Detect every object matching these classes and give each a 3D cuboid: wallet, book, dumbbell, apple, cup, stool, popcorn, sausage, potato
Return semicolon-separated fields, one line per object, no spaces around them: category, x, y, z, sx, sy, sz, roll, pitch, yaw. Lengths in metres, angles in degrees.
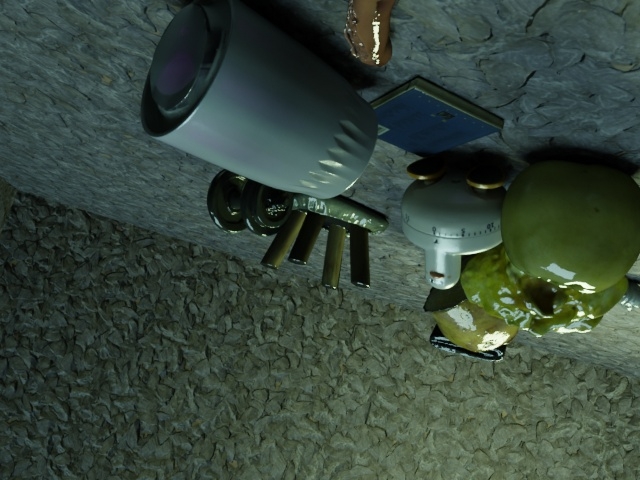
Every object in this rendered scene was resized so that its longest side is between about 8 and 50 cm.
wallet;0.508;0.236;2.290;0.228;0.062;0.406;10;-151;21
book;0.191;-0.224;1.353;0.191;0.025;0.269;20;167;-20
dumbbell;-0.198;-0.109;2.002;0.290;0.192;0.192;6;163;41
apple;0.474;-0.029;1.356;0.262;0.262;0.262;16;168;4
cup;-0.099;-0.224;1.207;0.371;0.253;0.253;25;166;-38
stool;0.000;0.000;2.141;0.310;0.226;0.310;22;165;-21
popcorn;0.538;0.073;1.716;0.334;0.292;0.293;15;-165;-27
sausage;0.073;-0.319;0.973;0.078;0.078;0.304;16;170;4
potato;0.469;0.190;2.019;0.237;0.301;0.289;54;150;-14

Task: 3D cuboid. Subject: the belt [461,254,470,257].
belt;0.477;0.060;2.141;0.179;0.065;0.100;16;178;3

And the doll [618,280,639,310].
doll;0.838;0.144;2.008;0.094;0.079;0.180;8;-169;-47

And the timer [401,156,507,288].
timer;0.284;-0.040;1.511;0.233;0.233;0.240;11;123;26
